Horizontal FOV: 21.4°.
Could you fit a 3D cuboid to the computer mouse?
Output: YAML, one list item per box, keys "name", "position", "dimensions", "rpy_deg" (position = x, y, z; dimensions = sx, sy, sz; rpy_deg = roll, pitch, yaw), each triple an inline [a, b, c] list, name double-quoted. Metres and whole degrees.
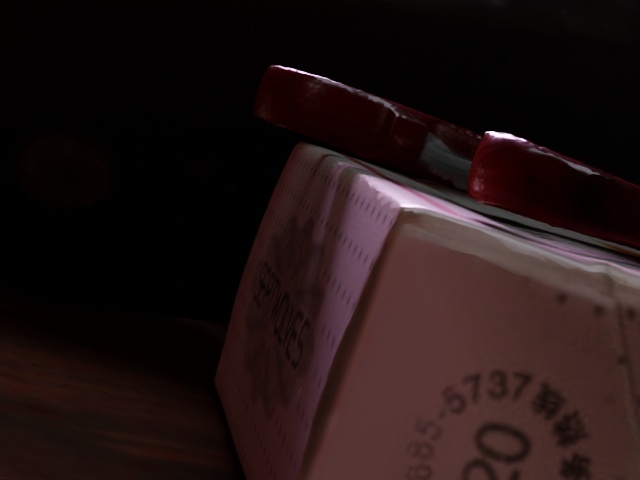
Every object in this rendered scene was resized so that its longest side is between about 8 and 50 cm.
- name: "computer mouse"
  position: [-0.003, -0.054, 0.596]
  dimensions: [0.323, 0.183, 0.116]
  rpy_deg: [6, 49, 3]

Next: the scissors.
- name: "scissors"
  position: [0.110, 0.002, 0.465]
  dimensions: [0.248, 0.017, 0.144]
  rpy_deg: [16, 5, -33]

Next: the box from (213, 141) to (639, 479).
- name: "box"
  position: [0.143, 0.068, 0.470]
  dimensions: [0.330, 0.095, 0.210]
  rpy_deg: [19, 4, -9]
